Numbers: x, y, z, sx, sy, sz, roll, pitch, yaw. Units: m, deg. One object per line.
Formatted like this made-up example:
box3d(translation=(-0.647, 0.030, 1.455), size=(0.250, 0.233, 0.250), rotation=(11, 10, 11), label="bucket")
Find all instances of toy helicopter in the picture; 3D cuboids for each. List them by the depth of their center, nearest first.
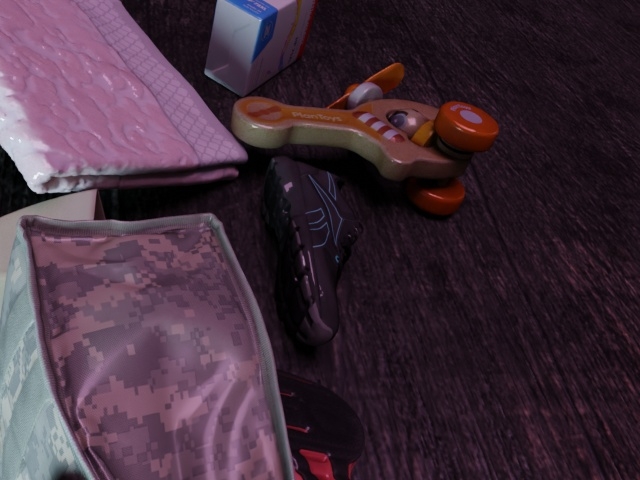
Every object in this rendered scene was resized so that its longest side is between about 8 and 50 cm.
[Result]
box3d(translation=(0.048, -0.164, 0.884), size=(0.355, 0.140, 0.235), rotation=(1, 42, -22), label="toy helicopter")

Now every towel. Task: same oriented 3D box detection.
box3d(translation=(-0.270, -0.193, 0.731), size=(0.332, 0.053, 0.317), rotation=(51, 27, 15), label="towel")

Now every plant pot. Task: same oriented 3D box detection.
box3d(translation=(-0.255, 0.027, 0.603), size=(0.096, 0.109, 0.109), rotation=(-2, 49, -8), label="plant pot")

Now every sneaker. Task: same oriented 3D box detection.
box3d(translation=(-0.029, 0.222, 0.503), size=(0.116, 0.136, 0.314), rotation=(24, 17, -23), label="sneaker")
box3d(translation=(0.000, 0.000, 0.733), size=(0.106, 0.101, 0.267), rotation=(7, 47, -20), label="sneaker")

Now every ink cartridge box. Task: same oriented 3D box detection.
box3d(translation=(-0.076, -0.337, 0.996), size=(0.078, 0.134, 0.231), rotation=(31, 45, 9), label="ink cartridge box")

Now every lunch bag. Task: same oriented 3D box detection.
box3d(translation=(-0.123, 0.163, 0.427), size=(0.168, 0.235, 0.287), rotation=(-3, 49, -33), label="lunch bag")
